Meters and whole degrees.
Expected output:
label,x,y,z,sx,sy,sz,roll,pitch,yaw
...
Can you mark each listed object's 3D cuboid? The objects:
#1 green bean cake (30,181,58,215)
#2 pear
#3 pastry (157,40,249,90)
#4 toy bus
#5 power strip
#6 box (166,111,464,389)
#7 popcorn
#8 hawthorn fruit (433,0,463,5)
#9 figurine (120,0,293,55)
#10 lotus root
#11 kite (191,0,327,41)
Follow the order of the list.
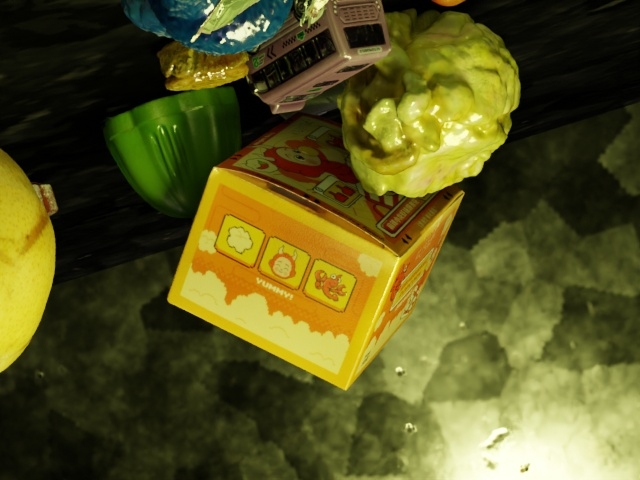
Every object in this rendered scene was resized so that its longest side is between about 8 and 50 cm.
label,x,y,z,sx,sy,sz,roll,pitch,yaw
green bean cake,-0.459,-0.040,2.357,0.135,0.056,0.135,-19,175,36
pear,-0.431,0.021,1.769,0.314,0.314,0.314,-17,175,-2
pastry,-0.125,-0.194,1.797,0.097,0.057,0.109,-17,174,24
toy bus,-0.009,-0.208,1.798,0.086,0.098,0.178,-14,175,-38
power strip,-0.021,-0.203,2.124,0.106,0.043,0.367,-18,175,5
box,0.000,0.000,2.098,0.259,0.214,0.283,25,-154,11
popcorn,0.118,-0.172,1.989,0.259,0.212,0.259,-20,152,-11
hawthorn fruit,0.137,-0.279,1.644,0.093,0.081,0.081,-28,175,-2
figurine,-0.083,-0.209,1.410,0.164,0.121,0.262,-21,177,8
lotus root,-0.173,-0.093,2.116,0.186,0.186,0.186,-17,175,-2
kite,0.020,-0.255,1.289,0.323,0.013,0.268,-39,163,-34
